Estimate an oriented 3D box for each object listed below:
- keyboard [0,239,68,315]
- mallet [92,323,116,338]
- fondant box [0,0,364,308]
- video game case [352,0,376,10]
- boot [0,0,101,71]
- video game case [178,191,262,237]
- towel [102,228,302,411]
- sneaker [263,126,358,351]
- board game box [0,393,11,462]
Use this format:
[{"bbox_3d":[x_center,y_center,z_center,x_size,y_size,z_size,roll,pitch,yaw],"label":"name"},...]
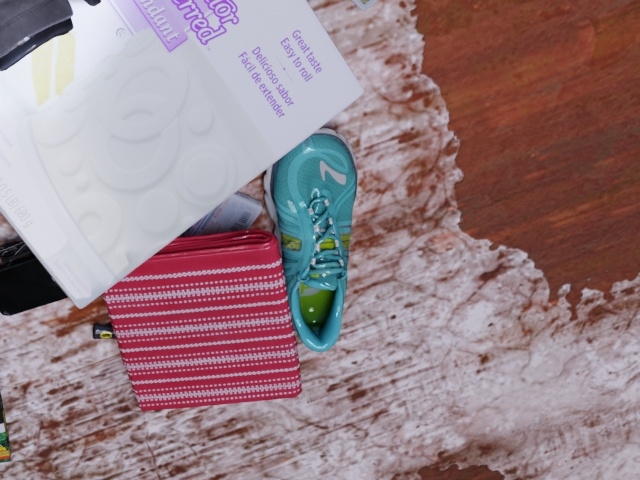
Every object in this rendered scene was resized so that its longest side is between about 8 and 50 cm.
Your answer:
[{"bbox_3d":[-0.278,0.017,1.656,0.192,0.038,0.100,-18,136,10],"label":"keyboard"},{"bbox_3d":[-0.162,0.099,1.755,0.190,0.039,0.062,8,124,-18],"label":"mallet"},{"bbox_3d":[-0.162,-0.136,1.375,0.330,0.096,0.238,-38,116,-7],"label":"fondant box"},{"bbox_3d":[0.050,-0.340,1.502,0.173,0.022,0.190,-39,128,12],"label":"video game case"},{"bbox_3d":[-0.257,-0.293,1.243,0.118,0.338,0.223,-25,122,40],"label":"boot"},{"bbox_3d":[-0.163,-0.006,1.685,0.143,0.019,0.157,23,117,-29],"label":"video game case"},{"bbox_3d":[-0.129,0.092,1.699,0.199,0.031,0.275,-5,137,3],"label":"towel"},{"bbox_3d":[0.000,0.000,1.681,0.107,0.110,0.275,-9,127,-11],"label":"sneaker"},{"bbox_3d":[-0.489,0.217,1.744,0.260,0.030,0.136,-9,129,-10],"label":"board game box"}]
